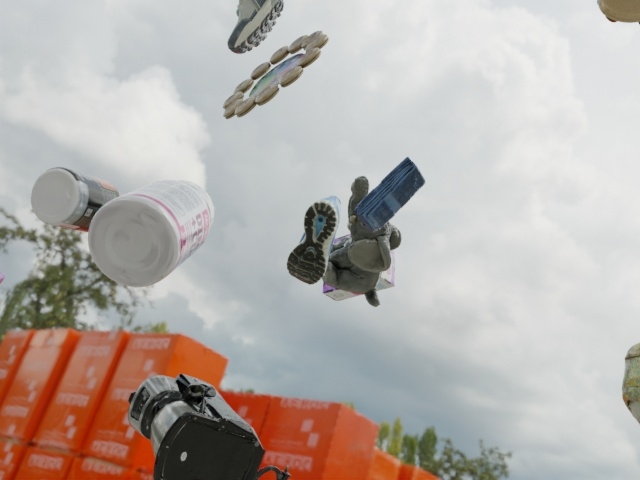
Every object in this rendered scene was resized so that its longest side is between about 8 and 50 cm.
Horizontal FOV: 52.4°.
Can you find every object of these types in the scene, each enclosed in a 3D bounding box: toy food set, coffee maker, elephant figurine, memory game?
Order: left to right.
[{"bbox_3d":[-0.157,0.262,0.853,0.171,0.120,0.178,52,-15,-22],"label":"coffee maker"},{"bbox_3d":[-0.066,-0.233,0.909,0.186,0.186,0.012,-11,-52,44],"label":"memory game"},{"bbox_3d":[0.105,0.006,1.448,0.186,0.169,0.239,14,-46,-34],"label":"elephant figurine"},{"bbox_3d":[0.422,-0.324,0.886,0.083,0.082,0.020,-10,-32,8],"label":"toy food set"}]

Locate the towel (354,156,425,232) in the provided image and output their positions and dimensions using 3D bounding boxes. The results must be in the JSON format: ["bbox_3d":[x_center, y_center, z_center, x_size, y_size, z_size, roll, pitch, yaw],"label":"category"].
[{"bbox_3d":[0.109,-0.067,0.995,0.029,0.119,0.067,43,-2,40],"label":"towel"}]

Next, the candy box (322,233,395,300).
[{"bbox_3d":[0.105,0.061,1.764,0.196,0.164,0.070,-18,-36,36],"label":"candy box"}]

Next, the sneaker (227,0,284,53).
[{"bbox_3d":[-0.133,-0.537,1.396,0.122,0.283,0.110,32,4,0],"label":"sneaker"}]

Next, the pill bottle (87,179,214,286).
[{"bbox_3d":[-0.300,-0.028,1.218,0.160,0.160,0.283,16,15,2],"label":"pill bottle"}]

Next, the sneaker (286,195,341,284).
[{"bbox_3d":[0.000,0.000,1.016,0.063,0.073,0.162,29,-57,8],"label":"sneaker"}]

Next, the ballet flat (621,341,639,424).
[{"bbox_3d":[0.509,0.281,0.905,0.123,0.123,0.348,-10,-52,43],"label":"ballet flat"}]

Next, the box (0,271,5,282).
[{"bbox_3d":[-0.595,0.022,0.851,0.117,0.213,0.243,-38,-88,22],"label":"box"}]

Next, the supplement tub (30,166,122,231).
[{"bbox_3d":[-0.488,-0.077,1.337,0.117,0.116,0.190,9,-4,16],"label":"supplement tub"}]

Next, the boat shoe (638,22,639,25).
[{"bbox_3d":[0.471,-0.369,0.872,0.064,0.060,0.178,48,-24,42],"label":"boat shoe"}]
